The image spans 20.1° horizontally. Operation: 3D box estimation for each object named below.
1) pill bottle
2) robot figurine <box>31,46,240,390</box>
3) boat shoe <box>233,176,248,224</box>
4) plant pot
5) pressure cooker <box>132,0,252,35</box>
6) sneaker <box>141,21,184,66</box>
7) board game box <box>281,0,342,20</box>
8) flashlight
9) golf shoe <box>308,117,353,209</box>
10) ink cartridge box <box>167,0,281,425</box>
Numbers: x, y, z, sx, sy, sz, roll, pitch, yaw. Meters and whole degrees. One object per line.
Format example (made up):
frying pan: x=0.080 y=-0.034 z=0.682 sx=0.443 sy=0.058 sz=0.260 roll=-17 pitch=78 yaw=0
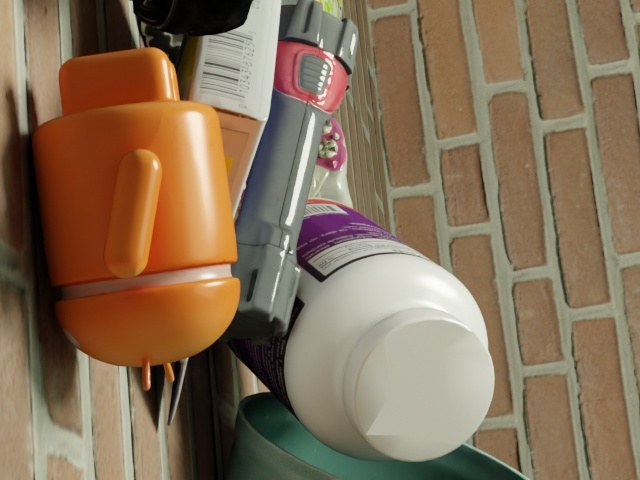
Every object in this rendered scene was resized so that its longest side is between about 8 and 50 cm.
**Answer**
pill bottle: x=0.030 y=0.081 z=1.589 sx=0.323 sy=0.181 sz=0.181 roll=-142 pitch=-141 yaw=-65
robot figurine: x=-0.121 y=-0.013 z=1.182 sx=0.128 sy=0.158 sz=0.219 roll=-7 pitch=88 yaw=-38
boat shoe: x=-0.078 y=-0.044 z=1.803 sx=0.050 sy=0.045 sz=0.135 roll=-85 pitch=165 yaw=-58
plant pot: x=0.038 y=0.280 z=1.609 sx=0.293 sy=0.293 sz=0.196 roll=-41 pitch=148 yaw=-81
pressure cooker: x=-0.077 y=-0.327 z=0.990 sx=0.370 sy=0.375 sz=0.420 roll=15 pitch=65 yaw=-54
sneaker: x=-0.113 y=-0.169 z=1.620 sx=0.170 sy=0.068 sz=0.071 roll=73 pitch=6 yaw=-45
board game box: x=-0.060 y=-0.242 z=1.778 sx=0.275 sy=0.142 sz=0.144 roll=-86 pitch=165 yaw=-57
flashlight: x=-0.042 y=-0.059 z=1.549 sx=0.103 sy=0.103 sz=0.304 roll=52 pitch=45 yaw=-54
golf shoe: x=0.000 y=0.000 z=2.096 sx=0.140 sy=0.115 sz=0.306 roll=77 pitch=10 yaw=-54
ink cartridge box: x=-0.100 y=-0.066 z=1.438 sx=0.303 sy=0.072 sz=0.307 roll=-89 pitch=-162 yaw=-52
